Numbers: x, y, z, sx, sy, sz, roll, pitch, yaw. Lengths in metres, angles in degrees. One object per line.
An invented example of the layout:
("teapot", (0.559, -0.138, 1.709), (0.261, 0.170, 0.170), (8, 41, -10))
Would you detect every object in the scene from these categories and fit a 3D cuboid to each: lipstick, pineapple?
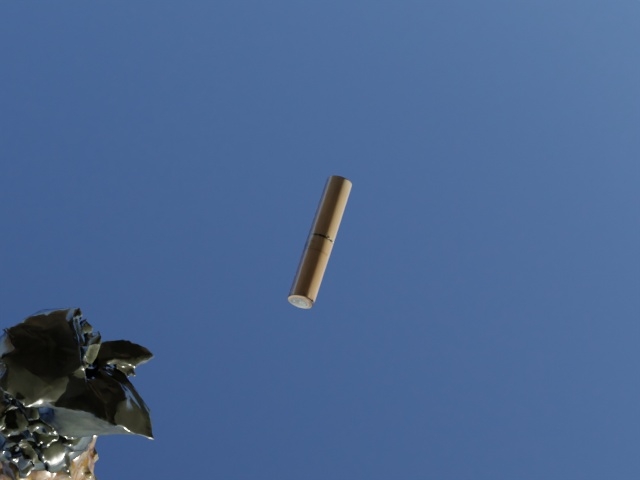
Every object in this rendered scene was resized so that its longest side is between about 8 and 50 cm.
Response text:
("lipstick", (0.000, 0.000, 1.053), (0.019, 0.019, 0.094), (28, -119, -19))
("pineapple", (-0.175, 0.109, 1.009), (0.119, 0.237, 0.111), (-17, -107, -24))
